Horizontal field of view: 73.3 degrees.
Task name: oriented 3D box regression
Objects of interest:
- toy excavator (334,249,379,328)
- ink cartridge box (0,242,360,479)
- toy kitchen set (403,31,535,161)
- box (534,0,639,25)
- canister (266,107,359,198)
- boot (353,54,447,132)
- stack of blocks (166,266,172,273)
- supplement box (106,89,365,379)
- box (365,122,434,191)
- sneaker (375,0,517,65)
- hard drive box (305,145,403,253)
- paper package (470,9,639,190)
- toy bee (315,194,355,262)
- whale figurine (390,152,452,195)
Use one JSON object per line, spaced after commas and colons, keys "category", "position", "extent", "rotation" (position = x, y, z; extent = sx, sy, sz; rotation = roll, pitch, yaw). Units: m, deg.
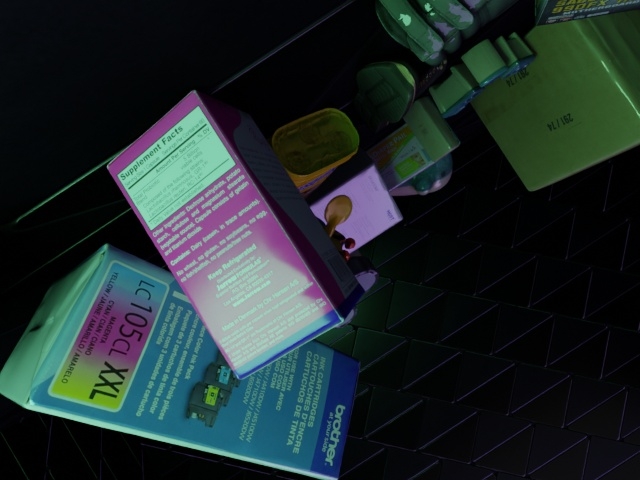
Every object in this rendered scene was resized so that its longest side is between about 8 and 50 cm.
{"category": "toy excavator", "position": [-0.132, 0.150, 1.175], "extent": [0.445, 0.222, 0.433], "rotation": [-1, 133, -31]}
{"category": "ink cartridge box", "position": [-0.142, 0.177, 0.537], "extent": [0.270, 0.395, 0.151], "rotation": [-17, -132, 47]}
{"category": "toy kitchen set", "position": [0.301, -0.278, 0.845], "extent": [0.166, 0.122, 0.207], "rotation": [-31, 176, -37]}
{"category": "box", "position": [0.404, -0.341, 0.532], "extent": [0.231, 0.056, 0.183], "rotation": [-2, -172, 19]}
{"category": "canister", "position": [-0.034, -0.104, 0.621], "extent": [0.126, 0.073, 0.170], "rotation": [-31, 178, -27]}
{"category": "boot", "position": [0.117, -0.216, 0.548], "extent": [0.137, 0.077, 0.198], "rotation": [-38, -170, 0]}
{"category": "stack of blocks", "position": [-0.147, 0.028, 0.617], "extent": [0.087, 0.171, 0.297], "rotation": [-31, 177, -31]}
{"category": "supplement box", "position": [-0.070, -0.008, 0.399], "extent": [0.114, 0.220, 0.111], "rotation": [-33, 176, 15]}
{"category": "box", "position": [0.187, -0.195, 1.029], "extent": [0.203, 0.114, 0.103], "rotation": [-34, 179, 16]}
{"category": "sneaker", "position": [0.103, -0.195, 0.267], "extent": [0.147, 0.105, 0.296], "rotation": [-39, 180, 10]}
{"category": "hard drive box", "position": [0.036, -0.061, 0.928], "extent": [0.232, 0.089, 0.181], "rotation": [-32, 132, 5]}
{"category": "paper package", "position": [0.522, -0.306, 0.906], "extent": [0.168, 0.310, 0.325], "rotation": [-30, 175, -17]}
{"category": "toy bee", "position": [0.000, 0.000, 0.734], "extent": [0.195, 0.162, 0.298], "rotation": [-57, -155, 35]}
{"category": "whale figurine", "position": [0.223, -0.200, 1.160], "extent": [0.272, 0.216, 0.141], "rotation": [-21, 130, -12]}
